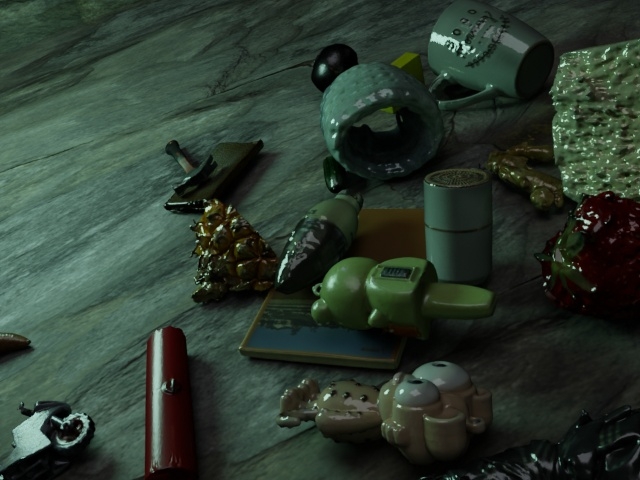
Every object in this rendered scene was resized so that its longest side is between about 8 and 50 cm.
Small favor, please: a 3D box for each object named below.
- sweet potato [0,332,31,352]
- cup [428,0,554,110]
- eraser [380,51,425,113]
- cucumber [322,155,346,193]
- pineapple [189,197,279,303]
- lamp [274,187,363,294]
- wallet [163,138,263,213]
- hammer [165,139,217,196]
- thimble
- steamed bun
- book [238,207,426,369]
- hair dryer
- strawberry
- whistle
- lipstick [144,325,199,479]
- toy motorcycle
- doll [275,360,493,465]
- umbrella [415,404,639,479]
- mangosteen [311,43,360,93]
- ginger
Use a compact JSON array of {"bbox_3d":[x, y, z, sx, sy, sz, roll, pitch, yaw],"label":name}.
[{"bbox_3d":[-0.646,0.218,1.249,0.255,0.058,0.078,-29,55,-21],"label":"sweet potato"},{"bbox_3d":[0.362,-0.386,1.576,0.258,0.186,0.234,-52,51,2],"label":"cup"},{"bbox_3d":[0.186,-0.368,1.654,0.122,0.097,0.045,-39,43,-25],"label":"eraser"},{"bbox_3d":[0.032,-0.131,1.450,0.048,0.048,0.105,-12,40,5],"label":"cucumber"},{"bbox_3d":[-0.191,0.016,1.268,0.164,0.139,0.250,-33,36,-10],"label":"pineapple"},{"bbox_3d":[0.000,0.000,1.214,0.101,0.101,0.250,11,49,32],"label":"lamp"},{"bbox_3d":[-0.232,-0.144,1.567,0.133,0.039,0.243,-1,37,31],"label":"wallet"},{"bbox_3d":[-0.313,-0.180,1.616,0.111,0.033,0.288,-34,30,-8],"label":"hammer"},{"bbox_3d":[0.126,-0.238,1.419,0.250,0.204,0.172,-1,36,-9],"label":"thimble"},{"bbox_3d":[0.531,-0.166,1.179,0.290,0.273,0.272,15,90,38],"label":"steamed bun"},{"bbox_3d":[0.048,0.064,1.209,0.263,0.028,0.374,2,40,23],"label":"book"},{"bbox_3d":[0.259,-0.065,1.230,0.108,0.173,0.357,4,22,19],"label":"hair dryer"},{"bbox_3d":[0.422,0.028,1.010,0.202,0.186,0.184,18,17,0],"label":"strawberry"},{"bbox_3d":[0.115,0.084,1.045,0.289,0.106,0.131,4,39,27],"label":"whistle"},{"bbox_3d":[-0.224,0.244,1.047,0.073,0.073,0.279,-17,38,-2],"label":"lipstick"},{"bbox_3d":[-0.439,0.309,1.036,0.215,0.080,0.122,-34,40,-15],"label":"toy motorcycle"},{"bbox_3d":[0.078,0.222,0.920,0.278,0.119,0.154,-3,7,22],"label":"doll"},{"bbox_3d":[0.259,0.281,0.787,0.337,0.128,0.154,-22,14,5],"label":"umbrella"},{"bbox_3d":[0.055,-0.415,1.754,0.151,0.137,0.137,25,44,-3],"label":"mangosteen"},{"bbox_3d":[0.381,-0.120,1.305,0.176,0.052,0.193,14,38,33],"label":"ginger"}]
